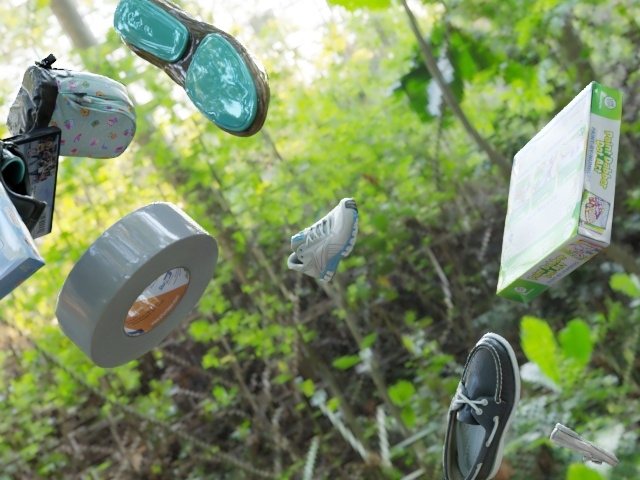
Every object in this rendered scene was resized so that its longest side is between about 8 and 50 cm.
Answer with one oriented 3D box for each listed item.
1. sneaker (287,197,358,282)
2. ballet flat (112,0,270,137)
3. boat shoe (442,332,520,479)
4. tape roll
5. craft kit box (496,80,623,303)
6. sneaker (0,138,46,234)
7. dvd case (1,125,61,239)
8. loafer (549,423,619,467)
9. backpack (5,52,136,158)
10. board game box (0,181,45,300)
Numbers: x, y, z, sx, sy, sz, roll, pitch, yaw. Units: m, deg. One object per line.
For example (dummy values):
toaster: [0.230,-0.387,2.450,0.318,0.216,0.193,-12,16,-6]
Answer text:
sneaker: [0.000,0.000,1.742,0.083,0.071,0.191,11,-40,-16]
ballet flat: [-0.156,-0.248,1.596,0.124,0.342,0.116,6,-65,-52]
boat shoe: [0.285,0.316,2.045,0.091,0.303,0.114,-15,25,-40]
tape roll: [-0.232,0.058,1.448,0.219,0.072,0.219,-42,-21,-20]
craft kit box: [0.343,-0.063,1.632,0.250,0.061,0.247,129,158,-63]
sneaker: [-0.432,-0.101,1.454,0.106,0.267,0.101,-39,-22,18]
dvd case: [-0.479,-0.058,1.629,0.253,0.022,0.180,-26,-45,-51]
loafer: [0.470,0.375,2.022,0.039,0.125,0.045,-59,-15,-3]
backpack: [-0.379,-0.196,1.759,0.182,0.115,0.152,4,-39,-37]
board game box: [-0.428,-0.007,1.307,0.160,0.211,0.039,-38,-24,7]
